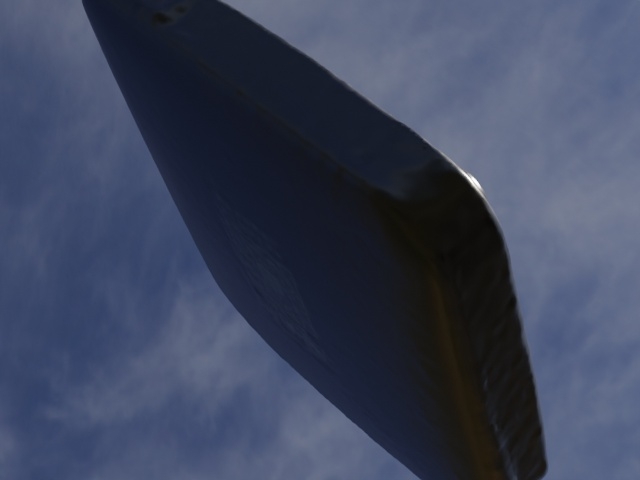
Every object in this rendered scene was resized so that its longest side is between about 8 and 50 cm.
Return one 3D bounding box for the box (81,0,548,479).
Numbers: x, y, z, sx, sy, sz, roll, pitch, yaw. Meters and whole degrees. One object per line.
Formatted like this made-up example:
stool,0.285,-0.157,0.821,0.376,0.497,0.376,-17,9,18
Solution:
box,0.000,0.000,0.732,0.073,0.290,0.289,-40,-38,-16
